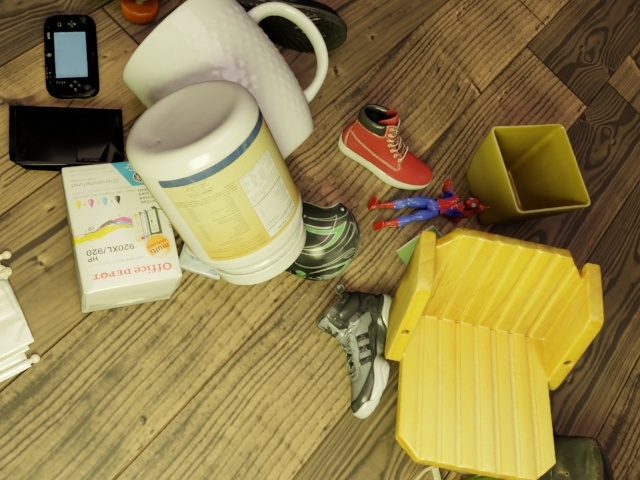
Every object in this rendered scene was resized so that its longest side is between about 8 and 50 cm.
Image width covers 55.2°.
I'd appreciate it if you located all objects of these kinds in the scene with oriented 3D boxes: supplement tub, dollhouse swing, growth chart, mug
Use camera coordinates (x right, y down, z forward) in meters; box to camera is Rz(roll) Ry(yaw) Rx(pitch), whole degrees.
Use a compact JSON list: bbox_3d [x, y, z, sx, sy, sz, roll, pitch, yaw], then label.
[{"bbox_3d":[-0.166,-0.092,1.074,0.228,0.316,0.228,-13,45,13],"label":"supplement tub"},{"bbox_3d":[0.314,0.208,1.105,0.347,0.315,0.305,12,39,-4],"label":"dollhouse swing"},{"bbox_3d":[-0.603,0.148,1.076,0.172,0.021,0.237,-18,79,-24],"label":"growth chart"},{"bbox_3d":[-0.149,-0.323,1.251,0.374,0.276,0.328,-44,100,-10],"label":"mug"}]

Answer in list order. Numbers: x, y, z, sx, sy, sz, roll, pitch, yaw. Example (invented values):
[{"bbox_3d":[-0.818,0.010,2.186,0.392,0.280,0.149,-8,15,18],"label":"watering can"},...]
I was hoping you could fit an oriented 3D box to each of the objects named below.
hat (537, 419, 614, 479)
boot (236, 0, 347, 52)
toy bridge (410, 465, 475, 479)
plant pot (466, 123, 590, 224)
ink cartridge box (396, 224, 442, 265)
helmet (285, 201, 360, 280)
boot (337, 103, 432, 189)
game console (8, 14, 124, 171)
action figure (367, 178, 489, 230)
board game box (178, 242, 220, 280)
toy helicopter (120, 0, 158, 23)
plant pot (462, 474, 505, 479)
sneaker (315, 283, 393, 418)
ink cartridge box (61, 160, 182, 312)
[{"bbox_3d":[0.509,0.481,1.221,0.331,0.134,0.331,28,52,-44],"label":"hat"},{"bbox_3d":[-0.090,-0.619,1.472,0.348,0.131,0.260,13,68,-15],"label":"boot"},{"bbox_3d":[0.235,0.493,1.253,0.188,0.026,0.063,-3,71,-21],"label":"toy bridge"},{"bbox_3d":[0.473,-0.139,1.475,0.212,0.187,0.212,-6,74,-23],"label":"plant pot"},{"bbox_3d":[0.289,0.079,1.339,0.056,0.171,0.235,-32,84,-30],"label":"ink cartridge box"},{"bbox_3d":[0.000,0.000,1.269,0.162,0.169,0.169,6,69,-1],"label":"helmet"},{"bbox_3d":[0.177,-0.214,1.401,0.244,0.176,0.088,27,63,-11],"label":"boot"},{"bbox_3d":[-0.522,-0.309,1.255,0.213,0.044,0.361,-3,72,-21],"label":"game console"},{"bbox_3d":[0.266,-0.086,1.414,0.280,0.139,0.091,-7,75,-24],"label":"action figure"},{"bbox_3d":[-0.238,0.026,1.252,0.090,0.020,0.090,19,65,-13],"label":"board game box"},{"bbox_3d":[-0.495,-0.643,1.335,0.355,0.140,0.235,13,66,-13],"label":"toy helicopter"},{"bbox_3d":[0.285,0.567,1.108,0.207,0.228,0.227,-14,88,12],"label":"plant pot"},{"bbox_3d":[0.060,0.217,1.251,0.153,0.101,0.268,20,60,-12],"label":"sneaker"},{"bbox_3d":[-0.369,-0.005,1.132,0.171,0.168,0.232,-9,76,-23],"label":"ink cartridge box"}]
